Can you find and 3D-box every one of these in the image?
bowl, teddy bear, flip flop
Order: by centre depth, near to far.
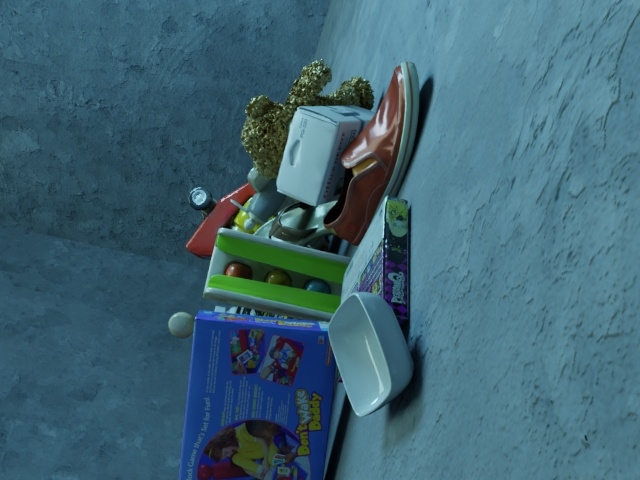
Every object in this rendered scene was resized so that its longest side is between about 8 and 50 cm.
[{"bbox_3d":[0.068,0.143,0.866,0.142,0.053,0.142,118,137,-57],"label":"bowl"},{"bbox_3d":[0.001,-0.226,1.337,0.338,0.113,0.245,-1,-60,-55],"label":"teddy bear"},{"bbox_3d":[-0.041,-0.037,1.375,0.277,0.080,0.112,-22,55,26],"label":"flip flop"}]

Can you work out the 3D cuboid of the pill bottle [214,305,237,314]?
[{"bbox_3d":[-0.257,0.292,2.275,0.121,0.221,0.121,-167,90,-82],"label":"pill bottle"}]

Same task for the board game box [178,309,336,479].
[{"bbox_3d":[-0.104,0.301,1.110,0.078,0.234,0.346,-133,50,-85],"label":"board game box"}]

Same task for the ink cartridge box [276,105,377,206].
[{"bbox_3d":[0.027,-0.161,1.237,0.218,0.092,0.158,-18,-51,-57],"label":"ink cartridge box"}]

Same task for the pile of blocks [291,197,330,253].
[{"bbox_3d":[0.000,0.000,1.551,0.113,0.149,0.362,32,128,35],"label":"pile of blocks"}]

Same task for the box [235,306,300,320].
[{"bbox_3d":[-0.094,0.181,1.525,0.257,0.079,0.322,61,149,29],"label":"box"}]

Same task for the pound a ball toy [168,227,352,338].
[{"bbox_3d":[-0.107,0.109,1.267,0.136,0.319,0.208,134,147,-74],"label":"pound a ball toy"}]

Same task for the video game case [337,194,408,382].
[{"bbox_3d":[0.079,0.081,1.038,0.232,0.042,0.210,114,166,-51],"label":"video game case"}]

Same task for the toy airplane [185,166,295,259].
[{"bbox_3d":[-0.104,-0.078,1.675,0.384,0.386,0.272,-46,68,41],"label":"toy airplane"}]

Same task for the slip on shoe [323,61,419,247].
[{"bbox_3d":[0.087,-0.139,1.124,0.123,0.101,0.331,-90,16,-61],"label":"slip on shoe"}]
